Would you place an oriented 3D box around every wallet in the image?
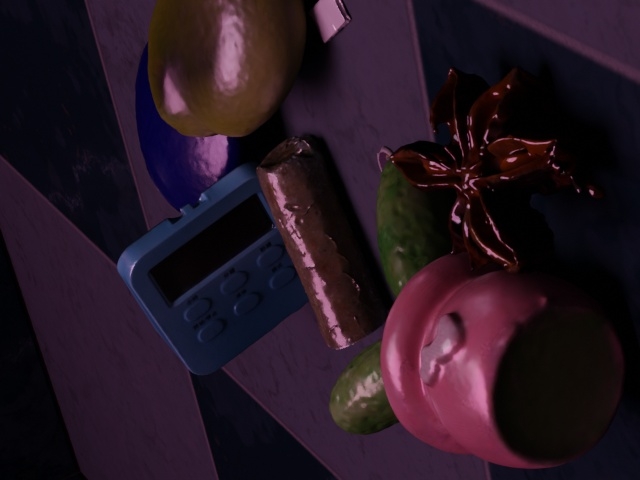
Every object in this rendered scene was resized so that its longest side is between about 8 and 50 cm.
[{"bbox_3d":[0.009,-0.253,2.020,0.044,0.011,0.083,63,159,2],"label":"wallet"}]

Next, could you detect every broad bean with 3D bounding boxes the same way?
[{"bbox_3d":[-0.115,-0.238,2.117,0.238,0.119,0.291,57,137,28],"label":"broad bean"}]

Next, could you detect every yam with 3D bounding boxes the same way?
[{"bbox_3d":[0.000,0.000,2.226,0.093,0.093,0.259,-1,113,67],"label":"yam"}]

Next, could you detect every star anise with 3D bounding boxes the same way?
[{"bbox_3d":[0.168,-0.059,1.692,0.190,0.125,0.220,-46,53,27],"label":"star anise"}]

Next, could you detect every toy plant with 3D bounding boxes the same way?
[{"bbox_3d":[0.153,0.084,1.841,0.356,0.210,0.317,-158,79,-66],"label":"toy plant"}]

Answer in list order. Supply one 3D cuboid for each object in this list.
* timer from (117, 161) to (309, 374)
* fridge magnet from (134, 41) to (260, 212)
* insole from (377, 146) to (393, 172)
[{"bbox_3d":[-0.126,0.036,2.315,0.091,0.232,0.250,49,172,32],"label":"timer"},{"bbox_3d":[-0.164,-0.162,2.350,0.265,0.112,0.266,26,122,54],"label":"fridge magnet"},{"bbox_3d":[0.106,-0.018,2.076,0.065,0.004,0.197,14,128,64],"label":"insole"}]
